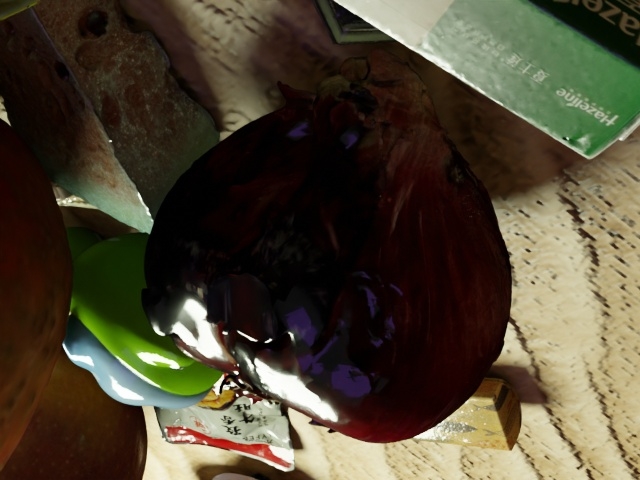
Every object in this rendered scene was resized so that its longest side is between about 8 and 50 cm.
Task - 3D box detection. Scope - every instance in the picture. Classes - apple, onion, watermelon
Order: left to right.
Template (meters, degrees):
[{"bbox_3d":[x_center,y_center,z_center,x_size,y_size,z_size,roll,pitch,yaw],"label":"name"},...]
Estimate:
[{"bbox_3d":[-0.325,0.232,1.395,0.288,0.316,0.288,7,153,3],"label":"apple"},{"bbox_3d":[-0.183,-0.131,0.998,0.154,0.094,0.241,18,146,30],"label":"watermelon"},{"bbox_3d":[-0.001,0.018,0.956,0.281,0.221,0.280,19,122,34],"label":"onion"}]

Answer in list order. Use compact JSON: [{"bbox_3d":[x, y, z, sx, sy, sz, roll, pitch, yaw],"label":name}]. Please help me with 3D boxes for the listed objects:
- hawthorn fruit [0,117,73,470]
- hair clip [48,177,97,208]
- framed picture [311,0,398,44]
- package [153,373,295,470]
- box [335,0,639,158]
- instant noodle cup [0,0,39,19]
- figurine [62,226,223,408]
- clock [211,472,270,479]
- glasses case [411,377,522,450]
[{"bbox_3d":[-0.371,0.074,1.001,0.403,0.402,0.402,18,146,13],"label":"hawthorn fruit"},{"bbox_3d":[-0.226,-0.042,1.158,0.214,0.062,0.056,-1,127,33],"label":"hair clip"},{"bbox_3d":[0.077,-0.187,0.791,0.252,0.014,0.197,3,140,32],"label":"framed picture"},{"bbox_3d":[-0.103,0.151,1.365,0.154,0.030,0.239,13,144,16],"label":"package"},{"bbox_3d":[0.094,-0.152,0.693,0.199,0.135,0.081,29,146,-6],"label":"box"},{"bbox_3d":[-0.211,-0.289,0.600,0.326,0.325,0.254,30,139,-6],"label":"instant noodle cup"},{"bbox_3d":[-0.176,0.051,1.178,0.263,0.143,0.162,25,-172,35],"label":"figurine"},{"bbox_3d":[-0.074,0.318,1.544,0.172,0.064,0.198,40,145,-20],"label":"clock"},{"bbox_3d":[0.092,0.144,1.216,0.170,0.041,0.064,1,128,34],"label":"glasses case"}]
